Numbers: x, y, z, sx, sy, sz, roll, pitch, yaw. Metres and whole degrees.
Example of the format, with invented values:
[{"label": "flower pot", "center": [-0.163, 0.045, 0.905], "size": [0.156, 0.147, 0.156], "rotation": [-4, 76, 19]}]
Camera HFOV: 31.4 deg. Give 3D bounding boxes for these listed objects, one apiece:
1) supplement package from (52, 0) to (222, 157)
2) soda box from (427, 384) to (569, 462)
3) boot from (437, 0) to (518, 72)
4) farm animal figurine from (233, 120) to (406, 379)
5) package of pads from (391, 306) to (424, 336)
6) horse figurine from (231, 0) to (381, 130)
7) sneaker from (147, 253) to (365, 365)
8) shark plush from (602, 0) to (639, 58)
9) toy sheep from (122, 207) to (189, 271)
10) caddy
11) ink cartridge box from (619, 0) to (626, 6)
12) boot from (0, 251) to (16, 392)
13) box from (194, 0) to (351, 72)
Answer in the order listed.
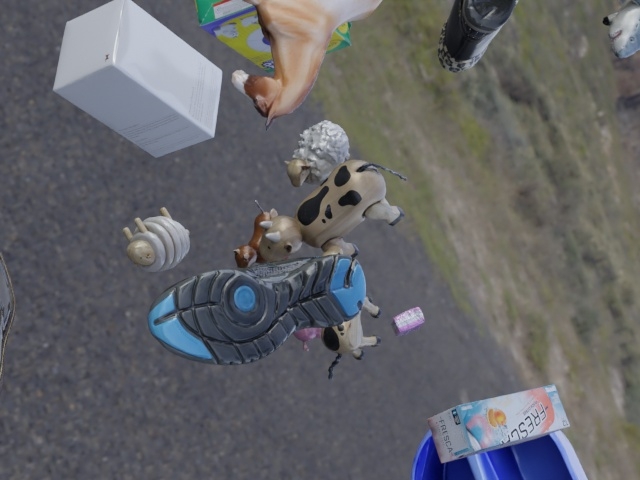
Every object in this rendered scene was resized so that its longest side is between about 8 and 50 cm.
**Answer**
[{"label": "supplement package", "center": [-0.220, -0.196, 1.397], "size": [0.179, 0.105, 0.105], "rotation": [35, 51, -45]}, {"label": "soda box", "center": [0.221, 0.224, 1.401], "size": [0.183, 0.063, 0.058], "rotation": [-5, 70, -40]}, {"label": "boot", "center": [0.233, -0.356, 1.565], "size": [0.178, 0.085, 0.236], "rotation": [119, -6, -71]}, {"label": "farm animal figurine", "center": [0.000, 0.000, 1.823], "size": [0.330, 0.327, 0.172], "rotation": [40, 9, 35]}, {"label": "package of pads", "center": [0.151, 0.141, 1.972], "size": [0.083, 0.050, 0.032], "rotation": [89, -21, -78]}, {"label": "horse figurine", "center": [-0.009, -0.244, 1.068], "size": [0.174, 0.263, 0.066], "rotation": [48, -28, 5]}, {"label": "sneaker", "center": [-0.097, 0.095, 1.534], "size": [0.341, 0.139, 0.125], "rotation": [-7, 90, -42]}, {"label": "shark plush", "center": [0.401, -0.256, 1.328], "size": [0.067, 0.161, 0.073], "rotation": [69, -26, 19]}, {"label": "toy sheep", "center": [-0.240, 0.002, 1.701], "size": [0.132, 0.091, 0.091], "rotation": [-28, 98, -49]}, {"label": "caddy", "center": [0.278, 0.402, 1.665], "size": [0.341, 0.241, 0.179], "rotation": [66, 17, 15]}, {"label": "ink cartridge box", "center": [0.493, -0.429, 1.583], "size": [0.208, 0.087, 0.153], "rotation": [-25, -98, 62]}, {"label": "boot", "center": [-0.381, 0.070, 1.261], "size": [0.106, 0.082, 0.219], "rotation": [110, -26, -62]}, {"label": "box", "center": [-0.041, -0.223, 1.172], "size": [0.179, 0.105, 0.043], "rotation": [18, 59, -65]}]
